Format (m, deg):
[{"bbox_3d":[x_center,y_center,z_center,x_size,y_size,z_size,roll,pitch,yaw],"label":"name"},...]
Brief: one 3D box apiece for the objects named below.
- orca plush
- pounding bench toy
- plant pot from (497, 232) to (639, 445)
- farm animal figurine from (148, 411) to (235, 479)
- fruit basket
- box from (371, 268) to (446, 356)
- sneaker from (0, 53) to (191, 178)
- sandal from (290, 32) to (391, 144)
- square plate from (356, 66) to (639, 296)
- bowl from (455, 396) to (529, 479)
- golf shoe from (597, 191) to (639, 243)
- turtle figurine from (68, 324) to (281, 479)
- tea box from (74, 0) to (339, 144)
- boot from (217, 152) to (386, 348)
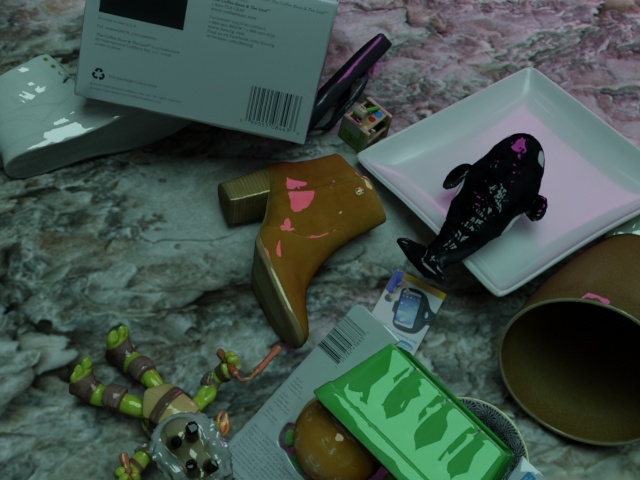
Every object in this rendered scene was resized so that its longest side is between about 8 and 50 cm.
[{"bbox_3d":[0.217,-0.074,1.639,0.287,0.102,0.151,-32,53,-22],"label":"orca plush"},{"bbox_3d":[0.073,-0.184,1.796,0.052,0.083,0.065,42,60,16],"label":"pounding bench toy"},{"bbox_3d":[0.390,0.104,1.608,0.237,0.237,0.254,29,42,8],"label":"plant pot"},{"bbox_3d":[-0.170,0.405,1.322,0.330,0.172,0.326,-37,79,-15],"label":"farm animal figurine"},{"bbox_3d":[0.045,0.310,1.415,0.327,0.165,0.353,43,99,17],"label":"fruit basket"},{"bbox_3d":[0.111,0.111,1.648,0.081,0.028,0.136,27,55,7],"label":"box"},{"bbox_3d":[-0.335,-0.210,1.720,0.293,0.108,0.169,-17,65,-19],"label":"sneaker"},{"bbox_3d":[0.039,-0.228,1.819,0.054,0.097,0.254,49,59,-11],"label":"sandal"},{"bbox_3d":[0.288,-0.090,1.750,0.347,0.049,0.344,-28,51,-19],"label":"square plate"},{"bbox_3d":[0.177,0.287,1.503,0.170,0.080,0.170,-2,74,7],"label":"bowl"},{"bbox_3d":[0.497,-0.086,1.802,0.140,0.115,0.306,14,55,2],"label":"golf shoe"},{"bbox_3d":[-0.191,0.199,1.498,0.217,0.087,0.269,32,66,19],"label":"turtle figurine"},{"bbox_3d":[-0.146,-0.326,1.697,0.329,0.220,0.323,13,30,-2],"label":"tea box"},{"bbox_3d":[0.000,0.000,1.652,0.211,0.104,0.295,-14,57,-19],"label":"boot"}]
